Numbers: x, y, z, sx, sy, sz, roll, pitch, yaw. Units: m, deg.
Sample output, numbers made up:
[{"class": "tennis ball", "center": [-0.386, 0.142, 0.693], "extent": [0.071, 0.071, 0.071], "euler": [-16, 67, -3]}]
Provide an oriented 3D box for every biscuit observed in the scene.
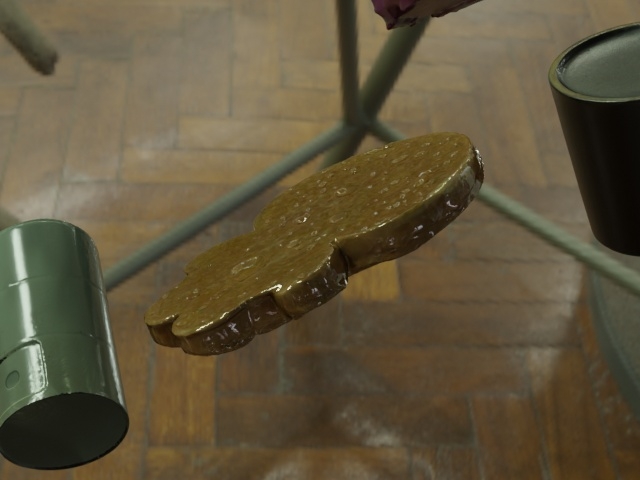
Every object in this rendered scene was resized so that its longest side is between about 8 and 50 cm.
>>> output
[{"class": "biscuit", "center": [0.001, 0.001, 0.937], "extent": [0.288, 0.044, 0.202], "euler": [-39, 23, -29]}]

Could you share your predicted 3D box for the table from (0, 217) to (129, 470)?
[{"class": "table", "center": [-0.265, 0.100, 1.229], "extent": [0.126, 0.126, 0.220], "euler": [-8, 49, -15]}]

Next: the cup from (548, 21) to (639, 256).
[{"class": "cup", "center": [0.348, -0.098, 1.171], "extent": [0.239, 0.177, 0.166], "euler": [-7, 31, 18]}]

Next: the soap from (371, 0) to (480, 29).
[{"class": "soap", "center": [0.128, -0.228, 0.784], "extent": [0.162, 0.250, 0.099], "euler": [-20, 87, -59]}]
